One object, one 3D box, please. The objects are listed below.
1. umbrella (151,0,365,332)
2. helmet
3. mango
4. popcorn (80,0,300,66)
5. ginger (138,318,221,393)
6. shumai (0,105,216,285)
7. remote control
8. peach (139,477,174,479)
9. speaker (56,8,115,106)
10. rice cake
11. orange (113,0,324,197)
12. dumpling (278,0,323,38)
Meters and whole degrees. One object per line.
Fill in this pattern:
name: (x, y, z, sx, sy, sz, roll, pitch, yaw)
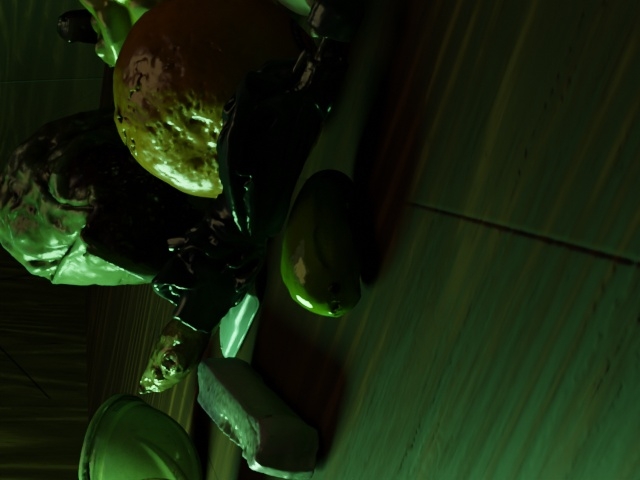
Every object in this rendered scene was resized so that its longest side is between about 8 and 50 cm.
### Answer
umbrella: (-0.056, -0.077, 1.180, 0.143, 0.094, 0.348, -72, 7, -58)
helmet: (-0.239, 0.354, 1.887, 0.204, 0.137, 0.257, -46, -45, -53)
mango: (0.000, 0.000, 1.175, 0.165, 0.074, 0.091, -95, 7, -47)
popcorn: (-0.151, -0.282, 1.493, 0.293, 0.237, 0.293, 54, -174, -8)
ginger: (-0.151, 0.101, 1.575, 0.133, 0.059, 0.214, -52, -3, -43)
shumai: (-0.282, -0.010, 1.768, 0.288, 0.330, 0.291, -108, 15, -48)
remote control: (-0.104, 0.087, 1.634, 0.162, 0.029, 0.061, 116, 155, -51)
peach: (-0.194, 0.395, 1.598, 0.190, 0.190, 0.192, 131, 159, -66)
speaker: (-0.275, -0.264, 1.922, 0.198, 0.259, 0.329, -126, 41, -59)
rice cake: (-0.078, 0.189, 1.438, 0.399, 0.070, 0.064, -160, 78, -74)
orange: (-0.102, -0.150, 1.316, 0.193, 0.219, 0.219, -111, 28, -54)
dumpling: (-0.005, -0.249, 1.226, 0.169, 0.100, 0.134, 55, 173, 38)
